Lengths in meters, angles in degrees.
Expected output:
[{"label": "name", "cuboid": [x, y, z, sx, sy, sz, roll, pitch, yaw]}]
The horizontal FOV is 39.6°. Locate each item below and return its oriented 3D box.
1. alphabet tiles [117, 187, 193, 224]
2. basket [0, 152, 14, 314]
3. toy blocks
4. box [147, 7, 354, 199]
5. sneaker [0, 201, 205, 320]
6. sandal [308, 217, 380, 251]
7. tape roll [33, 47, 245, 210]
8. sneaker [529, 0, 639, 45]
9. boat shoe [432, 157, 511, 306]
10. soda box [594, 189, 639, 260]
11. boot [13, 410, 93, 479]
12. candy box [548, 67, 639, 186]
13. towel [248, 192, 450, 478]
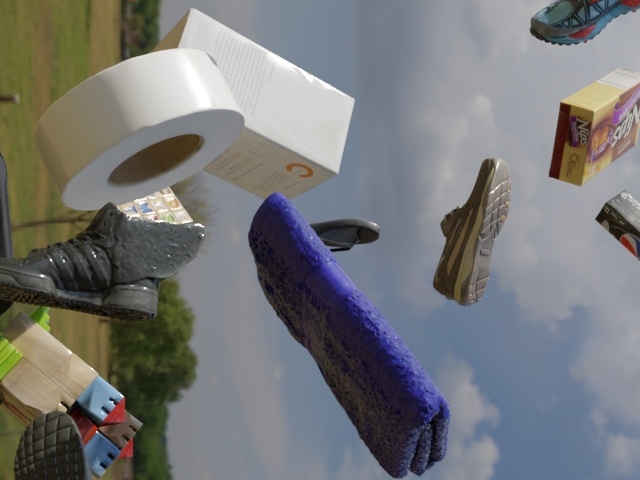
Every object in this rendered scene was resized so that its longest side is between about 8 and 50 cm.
[{"label": "alphabet tiles", "cuboid": [-0.388, -0.084, 1.909, 0.237, 0.198, 0.009, 53, -53, 19]}, {"label": "basket", "cuboid": [-0.508, -0.008, 1.255, 0.204, 0.154, 0.227, 110, -34, -45]}, {"label": "toy blocks", "cuboid": [-0.395, 0.259, 1.378, 0.191, 0.261, 0.381, -51, -178, -25]}, {"label": "box", "cuboid": [-0.148, -0.227, 1.605, 0.215, 0.345, 0.168, -22, -132, 54]}, {"label": "sneaker", "cuboid": [-0.177, 0.010, 0.691, 0.051, 0.170, 0.089, -27, -127, 59]}, {"label": "sandal", "cuboid": [0.000, 0.000, 1.866, 0.097, 0.254, 0.055, 81, 6, -66]}, {"label": "tape roll", "cuboid": [-0.253, -0.152, 1.262, 0.100, 0.286, 0.286, 62, -17, 9]}, {"label": "sneaker", "cuboid": [0.452, -0.422, 1.460, 0.104, 0.261, 0.125, 55, -8, 44]}, {"label": "boat shoe", "cuboid": [0.343, -0.028, 2.085, 0.130, 0.132, 0.356, 15, -93, 33]}, {"label": "soda box", "cuboid": [0.582, -0.009, 1.603, 0.169, 0.060, 0.053, 48, -31, 23]}, {"label": "boot", "cuboid": [-0.298, 0.336, 1.089, 0.161, 0.083, 0.247, 89, -14, -77]}, {"label": "candy box", "cuboid": [0.381, -0.157, 1.210, 0.053, 0.186, 0.109, 24, -54, 34]}, {"label": "towel", "cuboid": [0.023, 0.115, 0.992, 0.308, 0.076, 0.228, 51, -12, 27]}]
